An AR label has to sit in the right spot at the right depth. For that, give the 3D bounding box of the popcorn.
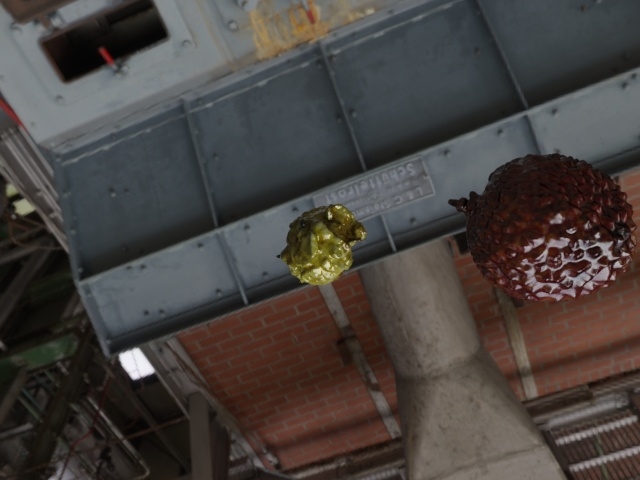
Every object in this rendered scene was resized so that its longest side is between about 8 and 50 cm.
[{"bbox_3d":[0.001,0.003,1.434,0.189,0.169,0.218,-34,-138,49],"label":"popcorn"}]

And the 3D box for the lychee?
[{"bbox_3d":[0.592,-0.037,1.573,0.499,0.425,0.425,15,-137,16],"label":"lychee"}]
